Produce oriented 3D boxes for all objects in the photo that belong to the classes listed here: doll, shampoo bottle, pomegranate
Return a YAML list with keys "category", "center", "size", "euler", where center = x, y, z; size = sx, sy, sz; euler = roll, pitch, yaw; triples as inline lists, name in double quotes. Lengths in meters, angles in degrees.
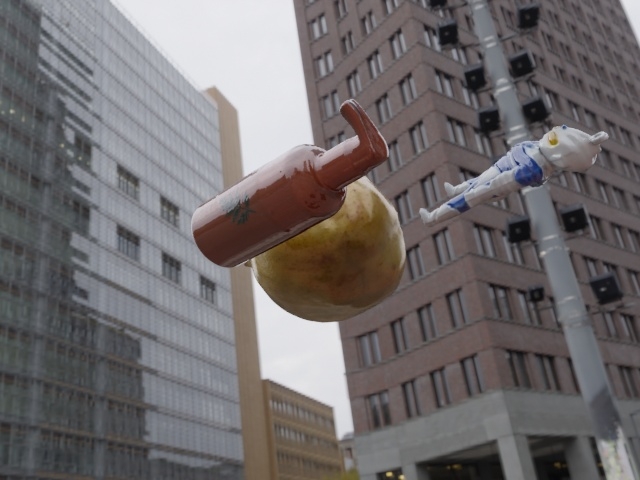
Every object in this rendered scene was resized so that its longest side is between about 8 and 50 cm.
- category: "doll"
  center: [0.223, -0.081, 0.795]
  size: [0.227, 0.057, 0.114]
  euler: [-21, 9, 43]
- category: "shampoo bottle"
  center: [-0.032, -0.048, 0.706]
  size: [0.085, 0.085, 0.244]
  euler: [17, -34, -41]
- category: "pomegranate"
  center: [0.007, -0.002, 0.956]
  size: [0.233, 0.233, 0.233]
  euler: [-6, -26, -3]
